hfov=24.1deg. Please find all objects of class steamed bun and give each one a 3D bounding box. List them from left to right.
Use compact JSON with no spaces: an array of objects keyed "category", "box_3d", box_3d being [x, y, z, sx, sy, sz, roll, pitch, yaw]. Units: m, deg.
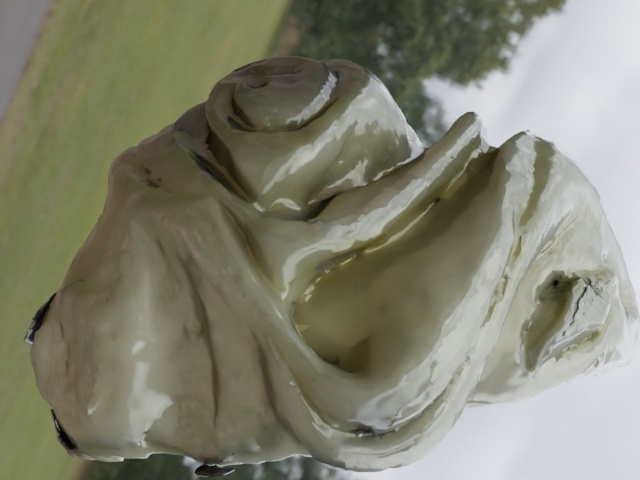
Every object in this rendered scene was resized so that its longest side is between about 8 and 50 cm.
[{"category":"steamed bun","box_3d":[0.000,0.000,0.948,0.346,0.394,0.237,-145,-134,-82]}]
